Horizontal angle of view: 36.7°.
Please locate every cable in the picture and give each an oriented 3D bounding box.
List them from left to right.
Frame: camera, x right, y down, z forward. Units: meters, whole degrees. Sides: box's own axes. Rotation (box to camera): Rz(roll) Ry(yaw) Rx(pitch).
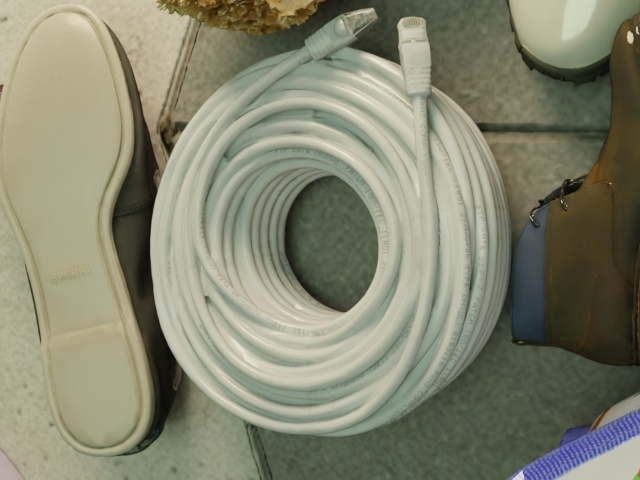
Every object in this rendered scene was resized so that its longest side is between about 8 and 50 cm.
[{"bbox_3d":[0.000,0.000,0.652,0.257,0.089,0.257,-18,84,30],"label":"cable"}]

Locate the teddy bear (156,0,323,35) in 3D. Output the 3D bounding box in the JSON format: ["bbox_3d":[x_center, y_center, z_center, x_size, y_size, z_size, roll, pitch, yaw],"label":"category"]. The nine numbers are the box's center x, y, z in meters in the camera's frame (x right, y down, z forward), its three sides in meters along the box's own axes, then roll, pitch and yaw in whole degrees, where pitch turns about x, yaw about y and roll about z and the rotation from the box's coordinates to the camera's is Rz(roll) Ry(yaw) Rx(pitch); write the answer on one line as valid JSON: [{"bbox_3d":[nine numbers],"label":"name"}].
[{"bbox_3d":[-0.010,-0.298,0.642,0.245,0.113,0.338,-6,85,17],"label":"teddy bear"}]

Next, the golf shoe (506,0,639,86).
[{"bbox_3d":[0.164,-0.228,0.554,0.105,0.120,0.273,18,103,19],"label":"golf shoe"}]

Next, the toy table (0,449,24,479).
[{"bbox_3d":[-0.352,0.266,0.798,0.274,0.161,0.252,36,108,16],"label":"toy table"}]

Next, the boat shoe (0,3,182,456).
[{"bbox_3d":[-0.171,-0.005,0.739,0.112,0.095,0.335,-8,87,9],"label":"boat shoe"}]

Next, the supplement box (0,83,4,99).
[{"bbox_3d":[-0.241,-0.081,0.776,0.043,0.055,0.083,-6,93,23],"label":"supplement box"}]

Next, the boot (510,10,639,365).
[{"bbox_3d":[0.163,-0.025,0.586,0.106,0.082,0.219,0,102,26],"label":"boot"}]

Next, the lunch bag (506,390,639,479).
[{"bbox_3d":[0.253,0.139,0.401,0.327,0.385,0.239,-31,82,23],"label":"lunch bag"}]
